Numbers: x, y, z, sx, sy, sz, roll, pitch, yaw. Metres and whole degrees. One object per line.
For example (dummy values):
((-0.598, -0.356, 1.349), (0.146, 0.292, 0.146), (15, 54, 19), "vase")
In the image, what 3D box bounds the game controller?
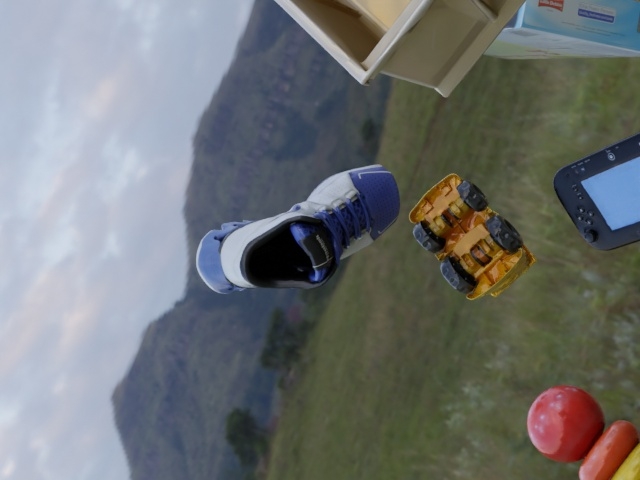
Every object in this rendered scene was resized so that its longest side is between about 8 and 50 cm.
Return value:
((0.511, -0.085, 1.721), (0.067, 0.166, 0.319), (-45, 9, -31), "game controller")

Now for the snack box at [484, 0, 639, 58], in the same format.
((0.237, -0.263, 1.300), (0.322, 0.187, 0.060), (-160, 77, -66), "snack box")

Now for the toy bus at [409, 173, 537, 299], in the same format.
((0.304, -0.003, 2.026), (0.149, 0.220, 0.211), (-45, -24, 20), "toy bus")

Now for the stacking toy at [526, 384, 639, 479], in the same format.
((0.377, 0.275, 1.190), (0.141, 0.330, 0.141), (-41, -25, -24), "stacking toy")

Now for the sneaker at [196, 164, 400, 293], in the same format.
((-0.001, 0.000, 1.509), (0.182, 0.316, 0.127), (11, 122, 62), "sneaker")

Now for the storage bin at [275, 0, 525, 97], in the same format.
((0.046, -0.270, 0.663), (0.260, 0.262, 0.123), (-51, -24, 18), "storage bin")
